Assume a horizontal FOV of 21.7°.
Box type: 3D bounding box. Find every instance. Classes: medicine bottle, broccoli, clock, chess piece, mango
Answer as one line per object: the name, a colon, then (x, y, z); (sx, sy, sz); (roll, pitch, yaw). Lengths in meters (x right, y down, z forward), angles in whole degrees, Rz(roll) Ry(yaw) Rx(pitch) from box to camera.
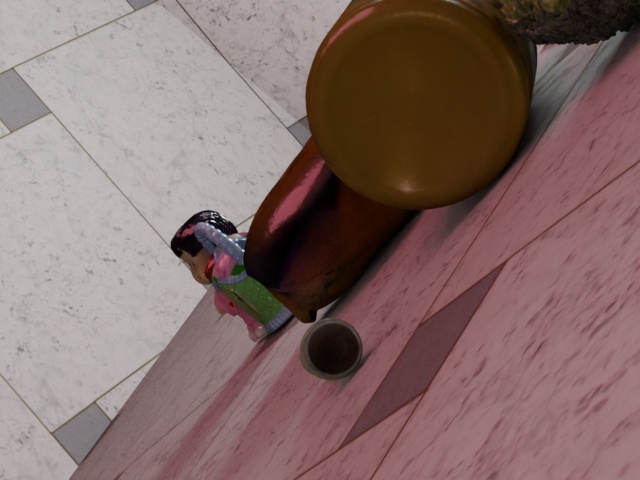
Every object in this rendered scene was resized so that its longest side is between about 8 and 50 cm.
medicine bottle: (0.121, -0.189, 1.800); (0.224, 0.224, 0.384); (-48, 5, 20)
broccoli: (0.249, -0.276, 1.604); (0.198, 0.176, 0.226); (-23, 38, 6)
clock: (-0.117, 0.039, 2.337); (0.100, 0.195, 0.194); (-48, 3, -15)
chess piece: (0.002, 0.111, 1.625); (0.059, 0.059, 0.149); (-51, 1, -12)
mango: (0.025, -0.045, 1.987); (0.287, 0.153, 0.201); (-54, 15, -17)
